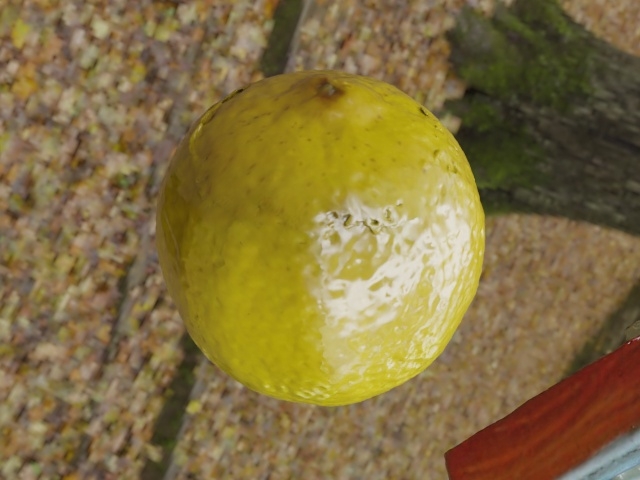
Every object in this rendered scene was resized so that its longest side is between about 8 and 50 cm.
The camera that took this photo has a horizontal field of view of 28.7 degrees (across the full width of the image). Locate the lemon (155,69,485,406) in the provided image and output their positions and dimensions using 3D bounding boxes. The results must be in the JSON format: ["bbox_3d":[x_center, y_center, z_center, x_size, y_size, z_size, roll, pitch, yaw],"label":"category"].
[{"bbox_3d":[0.000,-0.001,1.018,0.293,0.293,0.293,-53,157,-34],"label":"lemon"}]

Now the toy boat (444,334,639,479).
[{"bbox_3d":[0.236,0.095,0.651,0.332,0.133,0.145,-32,158,9],"label":"toy boat"}]

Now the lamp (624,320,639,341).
[{"bbox_3d":[0.261,0.130,0.836,0.050,0.056,0.198,-94,159,-67],"label":"lamp"}]
